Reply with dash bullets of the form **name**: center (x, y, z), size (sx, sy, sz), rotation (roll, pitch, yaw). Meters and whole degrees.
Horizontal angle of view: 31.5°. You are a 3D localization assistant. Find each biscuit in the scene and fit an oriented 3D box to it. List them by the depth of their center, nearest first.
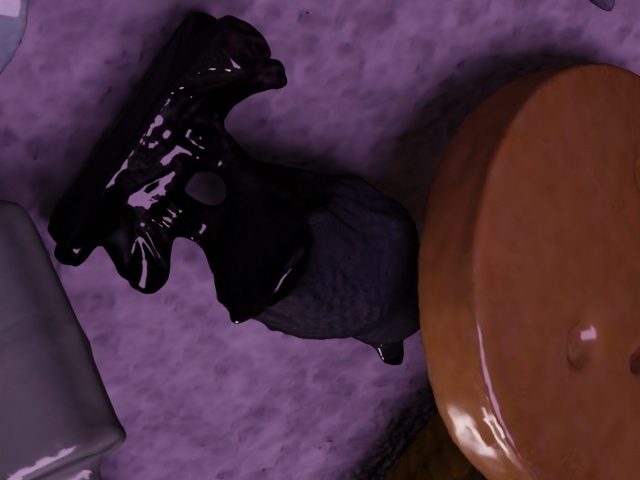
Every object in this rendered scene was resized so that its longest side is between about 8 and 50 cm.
- **biscuit**: center (0.174, 0.065, 0.571), size (0.355, 0.052, 0.275), rotation (50, 57, -30)

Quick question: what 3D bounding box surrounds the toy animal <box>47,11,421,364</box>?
- **toy animal**: center (0.004, 0.002, 0.483), size (0.210, 0.117, 0.121), rotation (28, 99, -36)

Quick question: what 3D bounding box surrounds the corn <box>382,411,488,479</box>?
- **corn**: center (0.044, 0.223, 0.655), size (0.120, 0.120, 0.363), rotation (19, 114, -36)

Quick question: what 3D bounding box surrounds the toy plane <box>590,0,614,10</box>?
- **toy plane**: center (0.055, -0.176, 0.406), size (0.212, 0.088, 0.267), rotation (-30, 145, 16)

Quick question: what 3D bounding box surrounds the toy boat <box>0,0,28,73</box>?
- **toy boat**: center (-0.220, -0.061, 0.332), size (0.290, 0.100, 0.199), rotation (-45, 130, 5)

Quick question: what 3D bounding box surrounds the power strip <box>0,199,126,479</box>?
- **power strip**: center (-0.191, 0.105, 0.372), size (0.261, 0.141, 0.229), rotation (-24, 172, -11)
